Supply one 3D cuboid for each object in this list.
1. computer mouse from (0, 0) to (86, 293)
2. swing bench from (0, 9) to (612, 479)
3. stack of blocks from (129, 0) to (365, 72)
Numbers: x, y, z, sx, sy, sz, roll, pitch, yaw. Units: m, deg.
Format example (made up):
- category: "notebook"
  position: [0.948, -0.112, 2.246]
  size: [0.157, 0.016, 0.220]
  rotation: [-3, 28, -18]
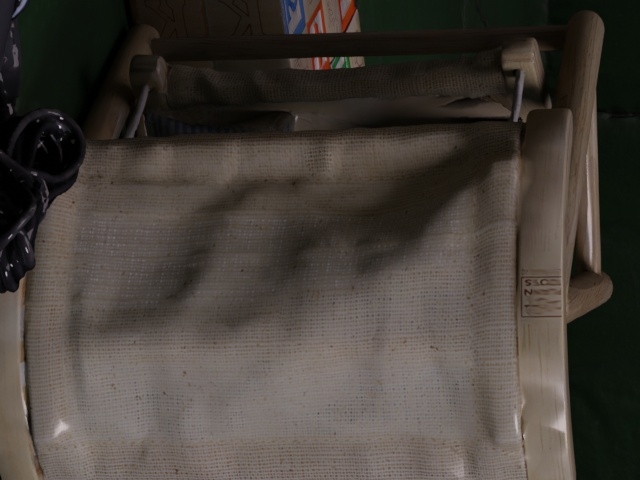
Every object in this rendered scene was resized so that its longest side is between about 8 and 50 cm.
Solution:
- category: "computer mouse"
  position: [-0.128, -0.122, 0.766]
  size: [0.184, 0.060, 0.262]
  rotation: [-104, 180, -78]
- category: "swing bench"
  position: [0.000, 0.000, 0.934]
  size: [0.254, 0.253, 0.165]
  rotation: [-57, 143, -68]
- category: "stack of blocks"
  position: [-0.042, -0.156, 1.117]
  size: [0.171, 0.087, 0.297]
  rotation: [-68, 153, -59]
